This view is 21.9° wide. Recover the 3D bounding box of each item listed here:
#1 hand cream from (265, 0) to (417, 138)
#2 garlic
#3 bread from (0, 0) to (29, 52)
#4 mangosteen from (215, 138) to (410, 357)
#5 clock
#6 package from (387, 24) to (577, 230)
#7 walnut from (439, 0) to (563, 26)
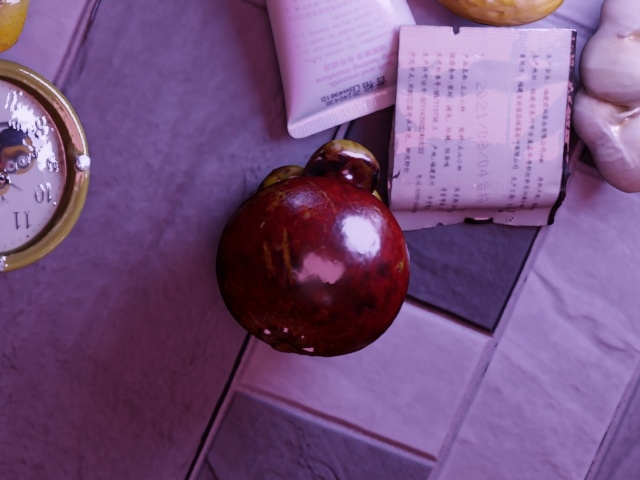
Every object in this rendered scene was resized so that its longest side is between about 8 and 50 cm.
[{"bbox_3d":[0.003,-0.304,1.809,0.185,0.118,0.359,-20,110,-8],"label":"hand cream"},{"bbox_3d":[0.380,-0.204,1.830,0.185,0.203,0.281,43,93,-12],"label":"garlic"},{"bbox_3d":[-0.428,-0.263,1.726,0.245,0.102,0.094,9,134,-18],"label":"bread"},{"bbox_3d":[0.000,0.000,1.814,0.215,0.215,0.257,21,68,-12],"label":"mangosteen"},{"bbox_3d":[-0.365,-0.079,1.783,0.237,0.057,0.237,0,89,-31],"label":"clock"},{"bbox_3d":[0.181,-0.118,1.857,0.204,0.062,0.251,-1,119,-5],"label":"package"},{"bbox_3d":[0.196,-0.307,1.814,0.180,0.144,0.144,3,99,-12],"label":"walnut"}]
